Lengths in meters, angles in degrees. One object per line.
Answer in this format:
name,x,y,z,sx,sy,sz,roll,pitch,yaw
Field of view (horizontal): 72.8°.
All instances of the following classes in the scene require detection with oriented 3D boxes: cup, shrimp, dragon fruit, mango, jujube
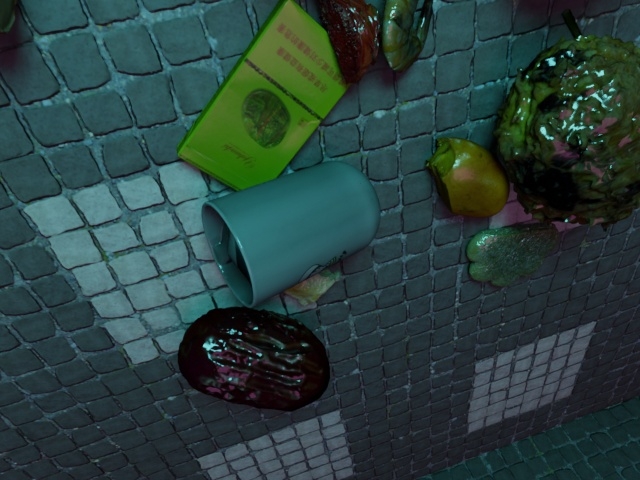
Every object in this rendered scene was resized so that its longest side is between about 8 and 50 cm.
cup,-0.046,-0.027,0.837,0.312,0.205,0.205,-25,131,-25
shrimp,0.165,-0.438,0.733,0.169,0.058,0.296,-14,120,-59
dragon fruit,0.071,-0.362,0.730,0.106,0.083,0.162,-37,112,-28
mango,0.340,-0.128,0.986,0.154,0.126,0.252,-37,129,24
jujube,-0.151,0.287,1.057,0.377,0.258,0.258,32,110,-27

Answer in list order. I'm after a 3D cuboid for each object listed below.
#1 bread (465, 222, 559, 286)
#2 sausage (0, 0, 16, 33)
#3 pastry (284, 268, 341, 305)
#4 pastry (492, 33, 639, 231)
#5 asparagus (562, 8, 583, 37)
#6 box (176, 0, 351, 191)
bread,0.537,0.048,1.226,0.287,0.056,0.207,-9,125,-11
sausage,-0.513,-0.360,0.463,0.287,0.233,0.233,-3,125,-17
pastry,-0.085,0.072,1.005,0.258,0.089,0.121,26,105,-31
pastry,0.530,-0.196,0.882,0.405,0.292,0.337,7,94,-34
asparagus,0.536,-0.431,0.903,0.127,0.015,0.018,30,112,-33
box,-0.095,-0.243,0.804,0.187,0.047,0.335,30,110,-34
